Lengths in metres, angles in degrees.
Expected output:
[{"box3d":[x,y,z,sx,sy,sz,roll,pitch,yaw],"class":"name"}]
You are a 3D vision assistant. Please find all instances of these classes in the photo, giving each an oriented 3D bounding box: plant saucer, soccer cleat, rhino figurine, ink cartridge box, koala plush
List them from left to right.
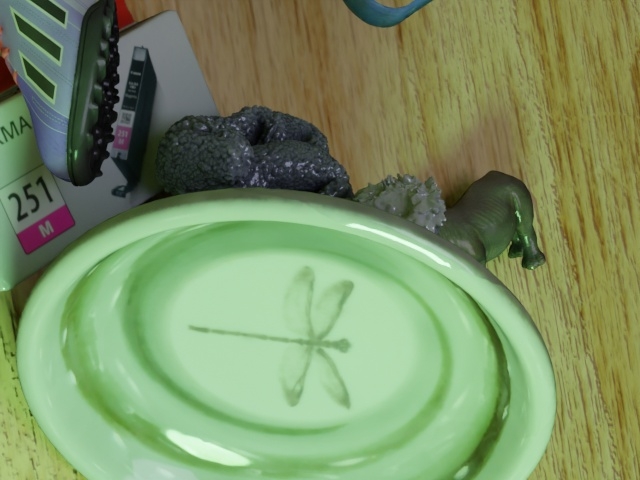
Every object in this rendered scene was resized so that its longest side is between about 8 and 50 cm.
[{"box3d":[-0.212,-0.187,1.247,0.116,0.108,0.318,-2,70,-4],"class":"soccer cleat"},{"box3d":[-0.215,-0.124,1.296,0.275,0.060,0.239,-37,112,-42],"class":"ink cartridge box"},{"box3d":[-0.024,0.086,1.248,0.400,0.400,0.100,46,34,-31],"class":"plant saucer"},{"box3d":[0.000,0.000,1.347,0.203,0.221,0.196,-27,132,-50],"class":"koala plush"},{"box3d":[0.137,0.014,1.628,0.243,0.073,0.106,-36,114,-41],"class":"rhino figurine"}]

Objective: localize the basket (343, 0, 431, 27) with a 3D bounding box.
[{"box3d":[0.041,-0.335,1.465,0.289,0.201,0.255,49,46,11],"class":"basket"}]
